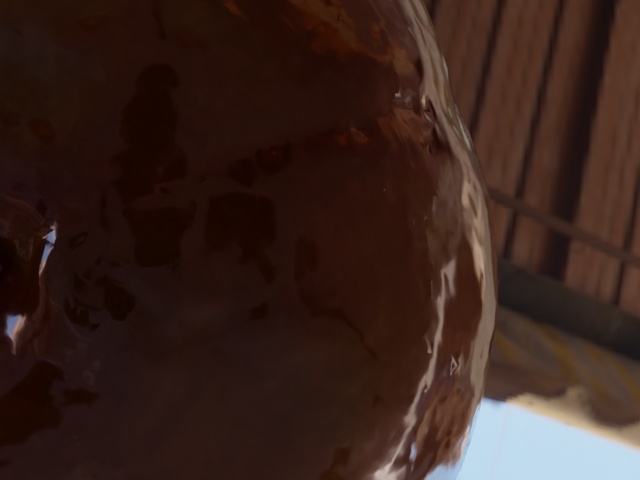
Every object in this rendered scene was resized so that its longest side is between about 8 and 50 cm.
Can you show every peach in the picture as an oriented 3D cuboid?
[{"bbox_3d":[-0.091,0.008,0.626,0.343,0.301,0.342,0,-93,-4],"label":"peach"}]
